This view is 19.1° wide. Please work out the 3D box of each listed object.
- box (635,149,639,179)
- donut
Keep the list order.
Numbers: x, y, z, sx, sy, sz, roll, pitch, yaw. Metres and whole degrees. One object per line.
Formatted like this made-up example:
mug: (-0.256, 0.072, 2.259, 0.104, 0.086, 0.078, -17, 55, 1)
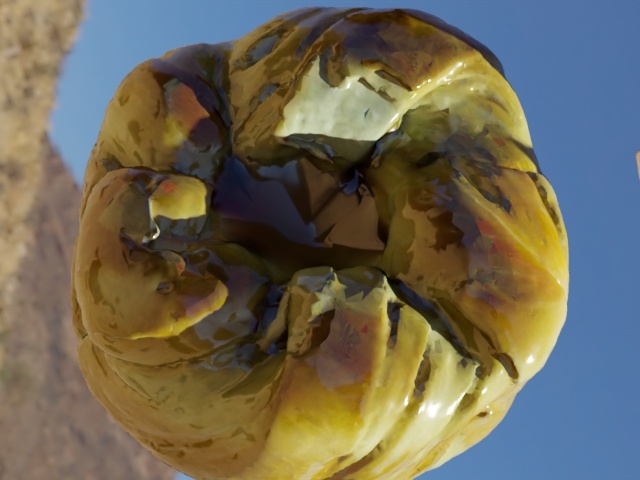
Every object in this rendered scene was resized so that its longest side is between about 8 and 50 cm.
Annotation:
box: (0.290, -0.027, 0.765, 0.203, 0.274, 0.116, 7, -62, 41)
donut: (0.000, 0.000, 1.289, 0.170, 0.360, 0.360, 104, -35, -57)
